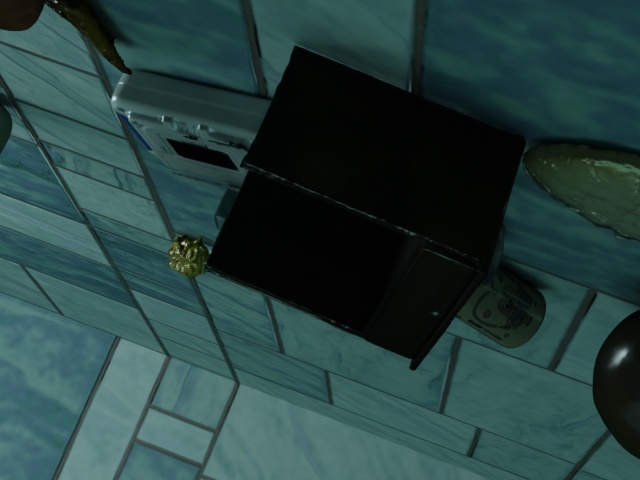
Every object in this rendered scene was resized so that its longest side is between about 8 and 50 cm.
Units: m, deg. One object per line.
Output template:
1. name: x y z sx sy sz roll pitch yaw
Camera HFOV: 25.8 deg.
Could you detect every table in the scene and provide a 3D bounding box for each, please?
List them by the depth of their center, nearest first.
1. table: 0.044 -0.033 1.591 0.282 0.196 0.250 23 148 -3

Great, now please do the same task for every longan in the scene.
1. longan: 0.474 0.188 1.824 0.248 0.248 0.248 21 164 6

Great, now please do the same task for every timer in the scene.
1. timer: -0.140 -0.135 1.827 0.253 0.078 0.178 15 162 25

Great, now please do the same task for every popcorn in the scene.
1. popcorn: -0.232 0.027 2.480 0.057 0.083 0.082 -2 -139 -44

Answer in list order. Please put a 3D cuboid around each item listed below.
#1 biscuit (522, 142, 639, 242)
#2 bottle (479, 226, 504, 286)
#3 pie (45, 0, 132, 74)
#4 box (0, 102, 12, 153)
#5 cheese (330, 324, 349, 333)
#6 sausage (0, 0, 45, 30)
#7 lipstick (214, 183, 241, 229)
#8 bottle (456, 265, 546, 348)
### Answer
1. biscuit: 0.349 -0.044 1.543 0.265 0.040 0.188 19 161 10
2. bottle: 0.080 -0.017 1.885 0.330 0.093 0.093 14 162 27
3. pie: -0.293 -0.269 1.680 0.088 0.033 0.191 32 171 28
4. box: -0.703 -0.103 2.151 0.373 0.367 0.090 19 162 15
5. cheese: 0.081 0.150 2.515 0.191 0.042 0.105 18 165 11
6. sausage: -0.363 -0.310 1.499 0.114 0.113 0.259 19 163 10
7. lipstick: 0.000 0.000 2.093 0.317 0.066 0.068 20 163 7
8. bottle: 0.214 0.063 1.977 0.209 0.097 0.110 32 -156 -27
